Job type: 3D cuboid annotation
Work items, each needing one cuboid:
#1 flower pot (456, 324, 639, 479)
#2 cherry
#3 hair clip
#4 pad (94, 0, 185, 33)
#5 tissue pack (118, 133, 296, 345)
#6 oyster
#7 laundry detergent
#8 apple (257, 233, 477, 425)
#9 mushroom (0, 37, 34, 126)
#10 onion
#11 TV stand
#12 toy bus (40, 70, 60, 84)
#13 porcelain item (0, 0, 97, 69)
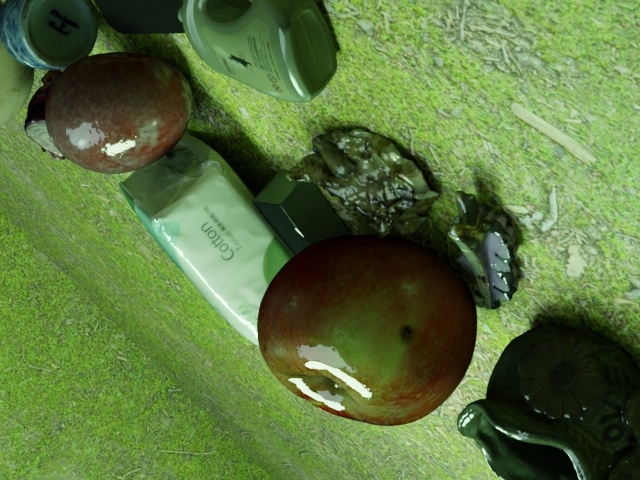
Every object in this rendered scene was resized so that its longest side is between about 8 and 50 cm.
[{"bbox_3d":[0.379,0.273,1.558,0.302,0.213,0.302,34,159,15],"label":"flower pot"},{"bbox_3d":[-0.349,-0.217,1.745,0.285,0.236,0.213,-7,115,26],"label":"cherry"},{"bbox_3d":[0.237,0.026,1.492,0.106,0.084,0.292,22,159,27],"label":"hair clip"},{"bbox_3d":[-0.363,-0.433,1.578,0.323,0.055,0.250,24,154,36],"label":"pad"},{"bbox_3d":[-0.186,-0.003,1.904,0.356,0.194,0.266,53,173,-30],"label":"tissue pack"},{"bbox_3d":[0.068,-0.085,1.543,0.214,0.083,0.223,37,153,-2],"label":"oyster"},{"bbox_3d":[-0.103,-0.288,1.393,0.253,0.091,0.181,24,153,35],"label":"laundry detergent"},{"bbox_3d":[0.078,0.139,1.654,0.348,0.277,0.348,23,156,11],"label":"apple"},{"bbox_3d":[-0.751,-0.370,2.093,0.290,0.292,0.292,44,167,42],"label":"mushroom"},{"bbox_3d":[-0.473,-0.243,2.046,0.218,0.140,0.195,4,151,17],"label":"onion"},{"bbox_3d":[0.000,0.000,1.819,0.088,0.083,0.269,9,144,51],"label":"TV stand"},{"bbox_3d":[-0.538,-0.307,2.137,0.031,0.043,0.110,14,147,48],"label":"toy bus"},{"bbox_3d":[-0.473,-0.370,1.762,0.114,0.147,0.147,14,147,50],"label":"porcelain item"}]
